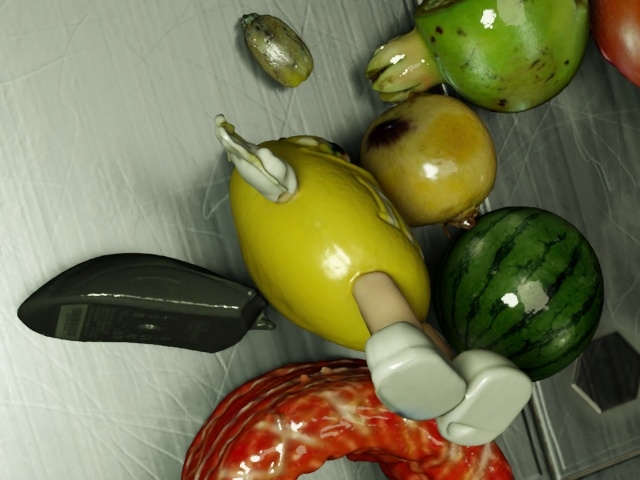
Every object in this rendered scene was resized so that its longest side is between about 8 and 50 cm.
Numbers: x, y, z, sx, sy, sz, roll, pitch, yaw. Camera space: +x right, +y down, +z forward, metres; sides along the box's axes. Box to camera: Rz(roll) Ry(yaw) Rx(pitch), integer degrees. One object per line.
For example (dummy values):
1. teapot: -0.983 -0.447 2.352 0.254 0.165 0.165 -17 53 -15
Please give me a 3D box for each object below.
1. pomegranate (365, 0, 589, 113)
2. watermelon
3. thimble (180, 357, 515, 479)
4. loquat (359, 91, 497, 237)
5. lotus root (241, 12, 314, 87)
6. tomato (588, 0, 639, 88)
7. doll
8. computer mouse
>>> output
1. pomegranate: 0.184 -0.207 1.565 0.241 0.190 0.159 -31 105 -16
2. watermelon: 0.207 0.066 1.567 0.215 0.188 0.188 -45 101 -19
3. thimble: 0.029 0.288 1.489 0.350 0.230 0.350 0 91 -16
4. loquat: 0.114 -0.081 1.536 0.163 0.137 0.163 2 94 24
5. lotus root: -0.049 -0.210 1.566 0.054 0.049 0.099 -44 95 -11
6. tomato: 0.476 -0.303 1.611 0.335 0.176 0.290 -25 71 -11
7. doll: 0.024 0.028 1.376 0.161 0.348 0.423 -41 77 1
8. computer mouse: -0.173 0.056 1.482 0.264 0.147 0.088 10 68 -15
